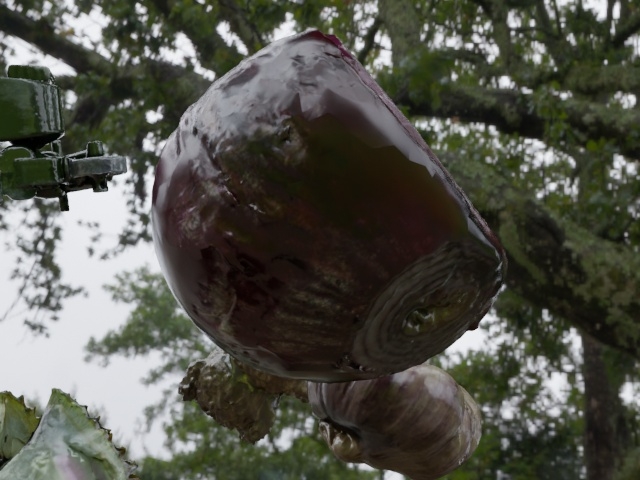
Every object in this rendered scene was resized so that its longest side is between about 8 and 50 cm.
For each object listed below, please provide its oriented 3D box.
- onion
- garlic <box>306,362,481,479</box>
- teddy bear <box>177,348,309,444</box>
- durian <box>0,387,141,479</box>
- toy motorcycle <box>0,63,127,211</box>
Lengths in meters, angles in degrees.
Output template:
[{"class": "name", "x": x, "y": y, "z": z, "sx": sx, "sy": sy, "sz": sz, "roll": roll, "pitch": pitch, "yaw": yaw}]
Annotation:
[{"class": "onion", "x": 0.000, "y": 0.000, "z": 0.717, "sx": 0.260, "sy": 0.282, "sz": 0.336, "roll": -42, "pitch": -24, "yaw": 5}, {"class": "garlic", "x": 0.083, "y": 0.214, "z": 1.002, "sx": 0.245, "sy": 0.160, "sz": 0.245, "roll": 32, "pitch": -16, "yaw": 10}, {"class": "teddy bear", "x": -0.059, "y": 0.159, "z": 1.281, "sx": 0.246, "sy": 0.296, "sz": 0.222, "roll": 41, "pitch": -39, "yaw": 0}, {"class": "durian", "x": -0.225, "y": 0.209, "z": 0.488, "sx": 0.193, "sy": 0.237, "sz": 0.138, "roll": 41, "pitch": -55, "yaw": 19}, {"class": "toy motorcycle", "x": -0.387, "y": -0.135, "z": 0.993, "sx": 0.275, "sy": 0.205, "sz": 0.127, "roll": -7, "pitch": 1, "yaw": -22}]
